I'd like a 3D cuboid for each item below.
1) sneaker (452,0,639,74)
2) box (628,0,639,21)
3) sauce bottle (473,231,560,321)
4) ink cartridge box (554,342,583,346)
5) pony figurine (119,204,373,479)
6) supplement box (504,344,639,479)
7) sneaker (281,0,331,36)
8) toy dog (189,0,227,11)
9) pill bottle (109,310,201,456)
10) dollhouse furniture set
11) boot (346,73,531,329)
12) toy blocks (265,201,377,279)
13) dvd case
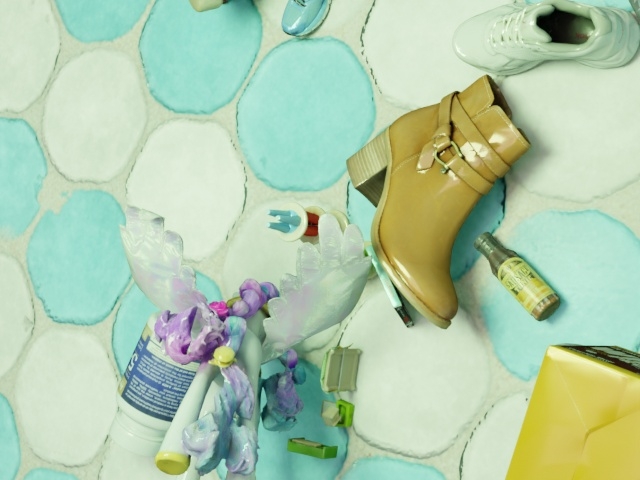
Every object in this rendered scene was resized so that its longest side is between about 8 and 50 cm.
[{"bbox_3d":[0.252,-0.253,1.424,0.232,0.115,0.090,0,85,33],"label":"sneaker"},{"bbox_3d":[0.388,-0.302,1.399,0.067,0.018,0.083,-30,70,27],"label":"box"},{"bbox_3d":[0.235,0.042,1.452,0.128,0.042,0.042,47,110,27],"label":"sauce bottle"},{"bbox_3d":[0.347,0.222,1.331,0.219,0.093,0.160,18,95,32],"label":"ink cartridge box"},{"bbox_3d":[-0.110,0.140,1.461,0.303,0.351,0.363,10,54,2],"label":"pony figurine"},{"bbox_3d":[0.292,0.213,1.195,0.129,0.194,0.191,20,96,32],"label":"supplement box"},{"bbox_3d":[-0.017,-0.358,1.634,0.063,0.073,0.162,33,104,31],"label":"sneaker"},{"bbox_3d":[-0.152,-0.466,1.689,0.161,0.220,0.333,150,121,-69],"label":"toy dog"},{"bbox_3d":[-0.225,0.205,1.693,0.112,0.112,0.186,31,102,31],"label":"pill bottle"},{"bbox_3d":[0.003,0.205,1.567,0.059,0.076,0.151,9,91,33],"label":"dollhouse furniture set"},{"bbox_3d":[0.168,-0.052,1.462,0.220,0.109,0.283,-31,52,18],"label":"boot"},{"bbox_3d":[0.000,0.000,1.545,0.123,0.148,0.054,44,109,29],"label":"toy blocks"},{"bbox_3d":[0.088,0.059,1.503,0.013,0.119,0.087,-26,71,5],"label":"dvd case"}]
